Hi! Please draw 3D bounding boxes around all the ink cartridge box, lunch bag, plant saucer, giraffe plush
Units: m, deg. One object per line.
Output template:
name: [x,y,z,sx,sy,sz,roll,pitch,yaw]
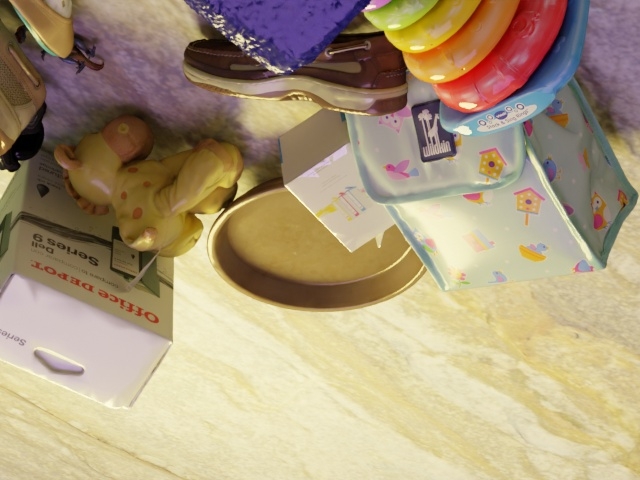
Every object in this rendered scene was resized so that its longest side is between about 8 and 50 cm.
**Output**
ink cartridge box: [0.033,-0.067,1.728,0.090,0.092,0.143,-34,125,18]
lunch bag: [0.169,-0.085,1.622,0.223,0.160,0.262,-9,128,41]
plant saucer: [0.000,0.000,1.911,0.278,0.041,0.278,0,145,0]
giraffe plush: [-0.215,-0.070,1.822,0.170,0.210,0.181,40,157,10]
ink cartridge box: [-0.290,0.042,1.877,0.211,0.289,0.121,25,117,-20]

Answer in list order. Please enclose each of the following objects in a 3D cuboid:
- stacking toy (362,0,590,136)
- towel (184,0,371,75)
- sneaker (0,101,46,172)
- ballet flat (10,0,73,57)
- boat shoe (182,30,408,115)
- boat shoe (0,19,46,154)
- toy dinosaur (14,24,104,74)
stacking toy: [0.084,-0.235,1.368,0.302,0.165,0.175,31,147,-30]
towel: [-0.068,-0.301,1.250,0.308,0.076,0.228,41,121,-14]
sneaker: [-0.406,-0.122,1.848,0.135,0.097,0.276,27,148,-20]
ballet flat: [-0.297,-0.269,1.571,0.073,0.080,0.232,-29,142,10]
boat shoe: [-0.026,-0.195,1.595,0.257,0.095,0.095,10,114,25]
boat shoe: [-0.399,-0.246,1.617,0.122,0.110,0.341,10,140,35]
toy dinosaur: [-0.291,-0.210,1.707,0.082,0.047,0.090,25,165,16]
